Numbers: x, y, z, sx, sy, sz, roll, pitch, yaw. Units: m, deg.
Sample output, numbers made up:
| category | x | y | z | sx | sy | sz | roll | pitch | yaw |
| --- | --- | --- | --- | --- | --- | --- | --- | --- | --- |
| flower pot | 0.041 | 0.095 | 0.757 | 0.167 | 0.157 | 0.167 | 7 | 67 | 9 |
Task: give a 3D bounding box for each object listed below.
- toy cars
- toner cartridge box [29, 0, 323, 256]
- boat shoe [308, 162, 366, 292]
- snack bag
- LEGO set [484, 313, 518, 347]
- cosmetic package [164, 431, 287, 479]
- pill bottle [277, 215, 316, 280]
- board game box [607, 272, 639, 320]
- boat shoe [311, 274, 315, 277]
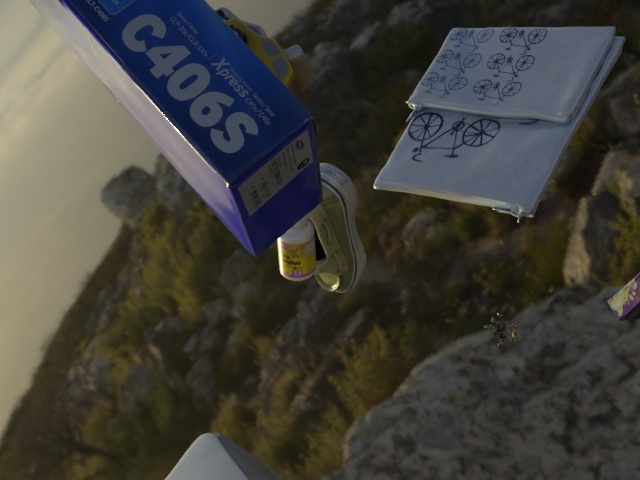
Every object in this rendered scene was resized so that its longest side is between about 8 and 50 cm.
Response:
| category | x | y | z | sx | sy | sz | roll | pitch | yaw |
| --- | --- | --- | --- | --- | --- | --- | --- | --- | --- |
| toy cars | -0.068 | -0.220 | 1.266 | 0.087 | 0.176 | 0.393 | -28 | 19 | 0 |
| toner cartridge box | -0.138 | -0.155 | 0.728 | 0.075 | 0.348 | 0.165 | -39 | -14 | -11 |
| boat shoe | 0.000 | 0.000 | 1.496 | 0.094 | 0.109 | 0.302 | -47 | -26 | -22 |
| snack bag | 0.259 | -0.197 | 1.525 | 0.323 | 0.037 | 0.342 | 14 | 67 | 44 |
| LEGO set | 0.303 | 0.146 | 1.619 | 0.083 | 0.054 | 0.023 | -11 | 8 | -42 |
| cosmetic package | -0.051 | 0.442 | 0.783 | 0.393 | 0.327 | 0.329 | -52 | 27 | -5 |
| pill bottle | -0.028 | 0.003 | 1.124 | 0.043 | 0.083 | 0.043 | -2 | 39 | 2 |
| board game box | 0.697 | 0.062 | 1.733 | 0.208 | 0.347 | 0.056 | -51 | 49 | 47 |
| boat shoe | -0.020 | -0.025 | 1.871 | 0.073 | 0.207 | 0.073 | -5 | 20 | 27 |
